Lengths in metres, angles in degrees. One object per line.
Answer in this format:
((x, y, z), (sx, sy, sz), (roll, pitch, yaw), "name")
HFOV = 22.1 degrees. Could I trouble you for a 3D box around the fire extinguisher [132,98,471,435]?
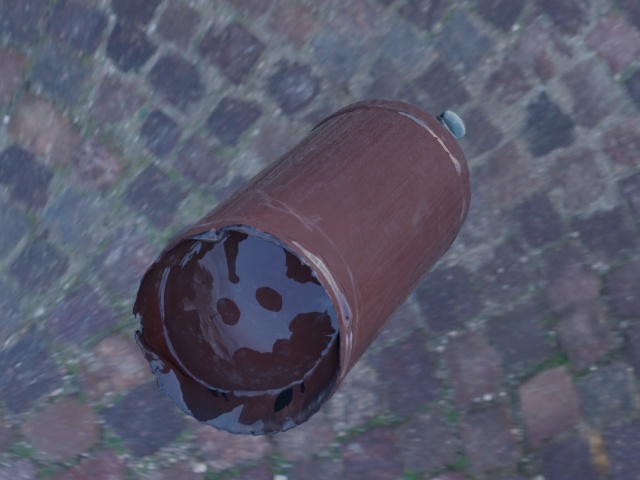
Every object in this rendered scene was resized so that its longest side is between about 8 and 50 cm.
((0.000, 0.000, 0.898), (0.147, 0.337, 0.106), (-32, 95, 26), "fire extinguisher")
